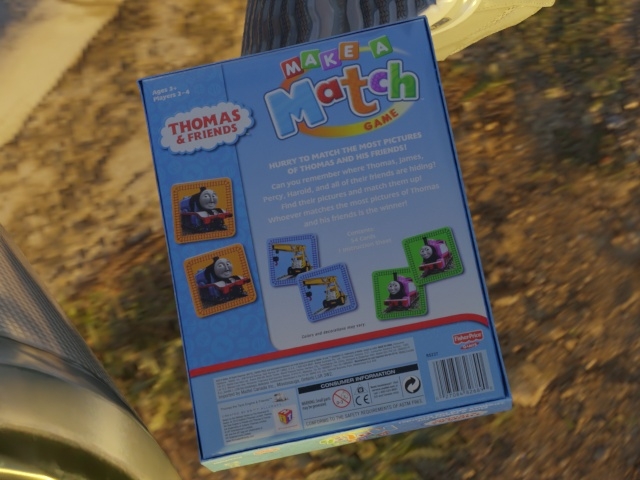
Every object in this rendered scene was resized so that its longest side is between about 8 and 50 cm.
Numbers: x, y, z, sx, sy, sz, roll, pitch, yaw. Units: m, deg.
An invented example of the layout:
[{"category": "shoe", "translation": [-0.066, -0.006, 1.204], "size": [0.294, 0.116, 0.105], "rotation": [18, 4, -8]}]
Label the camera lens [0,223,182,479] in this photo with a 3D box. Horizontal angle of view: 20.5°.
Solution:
[{"category": "camera lens", "translation": [-0.179, 0.073, 0.559], "size": [0.274, 0.219, 0.219], "rotation": [46, 115, 47]}]

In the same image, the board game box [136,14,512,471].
[{"category": "board game box", "translation": [0.000, 0.000, 0.923], "size": [0.160, 0.039, 0.211], "rotation": [-12, 74, 4]}]

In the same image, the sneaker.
[{"category": "sneaker", "translation": [0.041, -0.144, 1.173], "size": [0.281, 0.115, 0.105], "rotation": [0, 82, 58]}]
